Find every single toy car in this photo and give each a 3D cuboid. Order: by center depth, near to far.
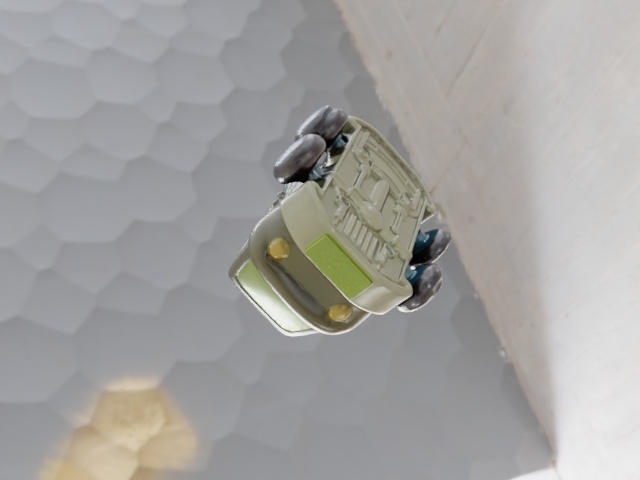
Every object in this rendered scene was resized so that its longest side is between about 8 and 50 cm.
[{"bbox_3d":[0.000,0.000,0.895,0.198,0.248,0.204,-37,103,29],"label":"toy car"}]
